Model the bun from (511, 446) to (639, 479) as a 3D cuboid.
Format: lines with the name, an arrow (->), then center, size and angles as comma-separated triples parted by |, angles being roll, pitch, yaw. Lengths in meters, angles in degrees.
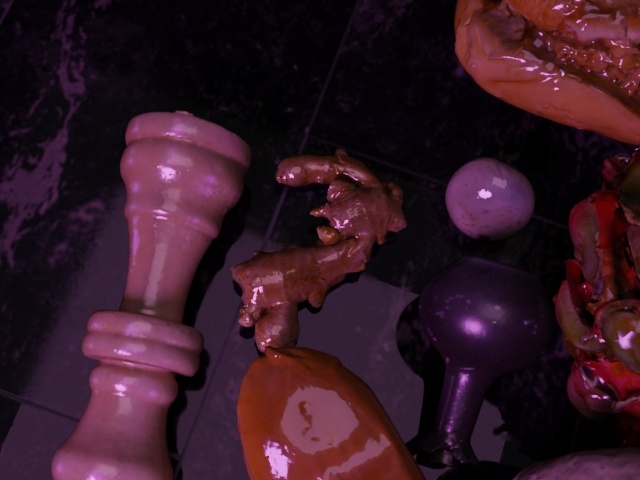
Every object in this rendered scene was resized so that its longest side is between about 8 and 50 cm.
bun -> 0.245, 0.269, 0.599 | 0.273, 0.273, 0.168 | 19, 52, 1

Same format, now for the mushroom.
mushroom -> 0.165, -0.044, 0.790 | 0.085, 0.085, 0.079 | 29, 31, 4

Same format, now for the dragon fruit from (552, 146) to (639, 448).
dragon fruit -> 0.310, 0.055, 0.683 | 0.237, 0.231, 0.303 | -7, 70, -1

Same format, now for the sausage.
sausage -> 0.036, 0.247, 0.665 | 0.134, 0.116, 0.354 | -25, 74, 4

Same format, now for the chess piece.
chess piece -> -0.152, 0.093, 0.701 | 0.117, 0.117, 0.397 | 10, 75, -1

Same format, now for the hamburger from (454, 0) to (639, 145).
hamburger -> 0.282, -0.224, 0.783 | 0.318, 0.158, 0.319 | 7, 51, -9

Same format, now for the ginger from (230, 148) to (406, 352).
ginger -> 0.000, 0.000, 0.766 | 0.176, 0.052, 0.193 | -12, 74, -2

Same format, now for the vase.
vase -> 0.133, 0.108, 0.720 | 0.120, 0.120, 0.183 | 17, 87, 1
